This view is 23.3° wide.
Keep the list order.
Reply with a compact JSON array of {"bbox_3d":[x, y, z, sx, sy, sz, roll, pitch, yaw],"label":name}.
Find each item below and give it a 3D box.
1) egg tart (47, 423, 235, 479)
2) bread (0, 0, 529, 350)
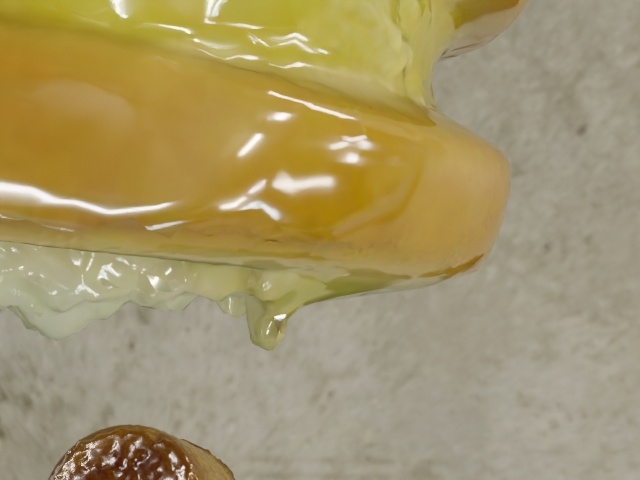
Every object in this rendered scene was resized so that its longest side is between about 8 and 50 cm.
[{"bbox_3d":[-0.175,0.274,1.475,0.215,0.171,0.215,-2,67,5],"label":"egg tart"},{"bbox_3d":[-0.069,-0.096,0.428,0.316,0.211,0.270,11,100,-30],"label":"bread"}]
